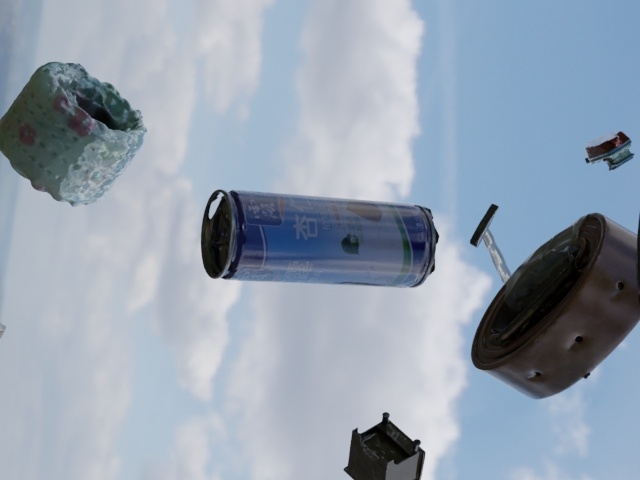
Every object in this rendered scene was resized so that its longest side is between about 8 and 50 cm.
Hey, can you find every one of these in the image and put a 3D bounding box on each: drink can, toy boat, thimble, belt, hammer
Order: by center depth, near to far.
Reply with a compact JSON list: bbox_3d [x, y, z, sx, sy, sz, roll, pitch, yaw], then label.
[{"bbox_3d":[0.000,0.000,1.316,0.097,0.235,0.097,-175,-90,-65],"label":"drink can"},{"bbox_3d":[0.294,0.080,1.512,0.261,0.105,0.184,-52,-166,33],"label":"belt"},{"bbox_3d":[0.236,0.013,1.684,0.062,0.013,0.199,-60,155,-11],"label":"hammer"},{"bbox_3d":[-0.365,-0.159,1.883,0.149,0.211,0.185,-49,-117,18],"label":"thimble"},{"bbox_3d":[0.542,-0.165,2.365,0.058,0.069,0.173,58,-5,-4],"label":"toy boat"}]

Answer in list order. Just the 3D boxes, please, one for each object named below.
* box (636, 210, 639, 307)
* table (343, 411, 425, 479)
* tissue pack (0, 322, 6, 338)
[{"bbox_3d":[0.360,0.009,1.111,0.151,0.135,0.151,0,90,-88],"label":"box"},{"bbox_3d":[0.085,0.281,1.628,0.083,0.070,0.082,39,-41,35],"label":"table"},{"bbox_3d":[-0.490,0.064,1.155,0.390,0.375,0.195,-45,170,33],"label":"tissue pack"}]
